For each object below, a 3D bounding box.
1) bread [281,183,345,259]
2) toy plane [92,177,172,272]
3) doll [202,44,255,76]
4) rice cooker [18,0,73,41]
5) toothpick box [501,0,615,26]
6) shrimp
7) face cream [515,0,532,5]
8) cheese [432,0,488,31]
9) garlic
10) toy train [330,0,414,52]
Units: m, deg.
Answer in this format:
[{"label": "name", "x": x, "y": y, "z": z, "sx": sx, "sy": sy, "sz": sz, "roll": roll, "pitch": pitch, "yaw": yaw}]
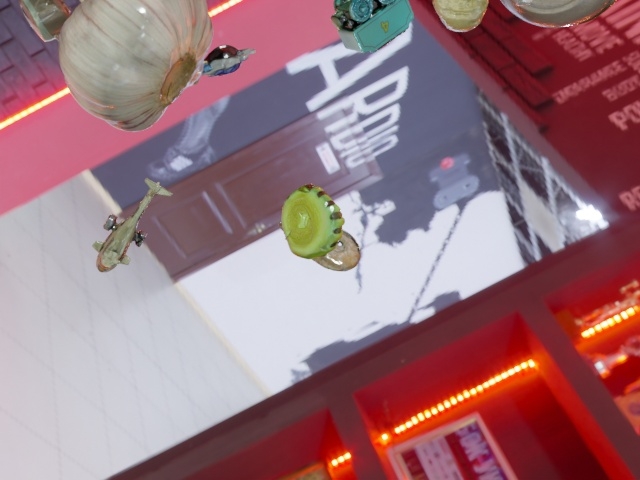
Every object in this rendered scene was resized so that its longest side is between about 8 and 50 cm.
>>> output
[{"label": "bread", "x": -0.016, "y": -0.035, "z": 1.470, "sx": 0.139, "sy": 0.130, "sz": 0.071, "roll": 55, "pitch": 25, "yaw": 20}, {"label": "toy plane", "x": -0.405, "y": -0.027, "z": 1.612, "sx": 0.092, "sy": 0.286, "sz": 0.108, "roll": 32, "pitch": 27, "yaw": -16}, {"label": "doll", "x": -0.243, "y": -0.421, "z": 1.803, "sx": 0.096, "sy": 0.195, "sz": 0.070, "roll": 44, "pitch": -27, "yaw": 54}, {"label": "rice cooker", "x": -0.791, "y": -0.660, "z": 2.211, "sx": 0.145, "sy": 0.127, "sz": 0.206, "roll": 59, "pitch": 0, "yaw": 1}, {"label": "toothpick box", "x": 0.707, "y": -0.831, "z": 2.199, "sx": 0.408, "sy": 0.409, "sz": 0.425, "roll": 62, "pitch": 34, "yaw": -9}, {"label": "shrimp", "x": 0.000, "y": 0.000, "z": 1.915, "sx": 0.224, "sy": 0.126, "sz": 0.047, "roll": 30, "pitch": -35, "yaw": 10}, {"label": "face cream", "x": 0.462, "y": -0.653, "z": 1.729, "sx": 0.101, "sy": 0.101, "sz": 0.251, "roll": 47, "pitch": 45, "yaw": -84}, {"label": "cheese", "x": 0.275, "y": -0.542, "z": 1.547, "sx": 0.214, "sy": 0.117, "sz": 0.225, "roll": -79, "pitch": 164, "yaw": -61}, {"label": "garlic", "x": -0.285, "y": -0.306, "z": 1.070, "sx": 0.253, "sy": 0.245, "sz": 0.245, "roll": 44, "pitch": 1, "yaw": 3}, {"label": "toy train", "x": 0.124, "y": -0.538, "z": 1.811, "sx": 0.107, "sy": 0.198, "sz": 0.154, "roll": 37, "pitch": -20, "yaw": 55}]
